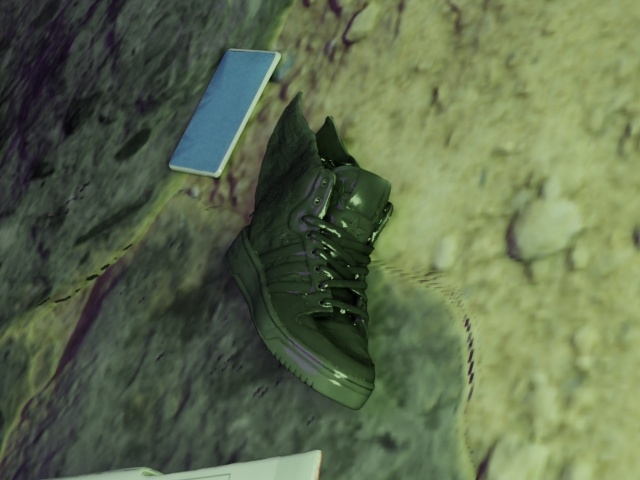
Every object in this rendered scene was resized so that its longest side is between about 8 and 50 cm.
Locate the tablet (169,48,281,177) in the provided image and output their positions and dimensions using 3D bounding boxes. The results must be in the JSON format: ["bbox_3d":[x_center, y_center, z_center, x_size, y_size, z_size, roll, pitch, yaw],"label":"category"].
[{"bbox_3d":[-0.056,-0.076,0.863,0.054,0.006,0.083,13,73,51],"label":"tablet"}]

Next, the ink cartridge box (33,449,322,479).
[{"bbox_3d":[-0.094,0.232,0.627,0.239,0.060,0.275,-14,53,41],"label":"ink cartridge box"}]

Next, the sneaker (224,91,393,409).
[{"bbox_3d":[0.002,0.001,0.702,0.089,0.051,0.170,-53,33,11],"label":"sneaker"}]
